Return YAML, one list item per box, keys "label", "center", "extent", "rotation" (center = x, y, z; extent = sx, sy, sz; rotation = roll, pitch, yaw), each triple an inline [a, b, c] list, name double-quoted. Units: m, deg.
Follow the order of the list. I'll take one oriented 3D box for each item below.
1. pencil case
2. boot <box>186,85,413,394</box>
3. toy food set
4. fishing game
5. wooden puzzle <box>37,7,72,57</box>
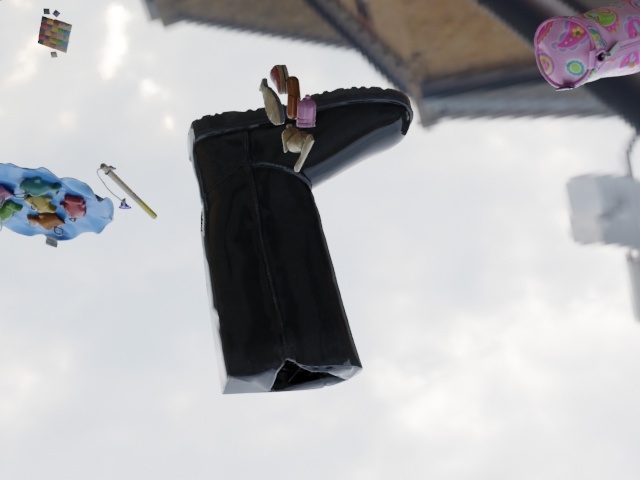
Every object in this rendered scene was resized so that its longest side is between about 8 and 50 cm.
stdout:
- label: "pencil case"
  center: [0.459, -0.314, 2.432]
  extent: [0.124, 0.124, 0.284]
  rotation: [8, -162, 41]
- label: "boot"
  center: [-0.002, 0.001, 2.323]
  extent: [0.367, 0.146, 0.445]
  rotation: [-12, -121, 1]
- label: "toy food set"
  center: [-0.028, -0.136, 1.601]
  extent: [0.019, 0.078, 0.122]
  rotation: [-6, -122, -26]
- label: "fishing game"
  center: [-0.322, -0.032, 1.705]
  extent: [0.264, 0.189, 0.041]
  rotation: [-2, -114, 14]
- label: "wooden puzzle"
  center: [-0.416, -0.324, 2.406]
  extent: [0.049, 0.083, 0.006]
  rotation: [19, -147, 2]
